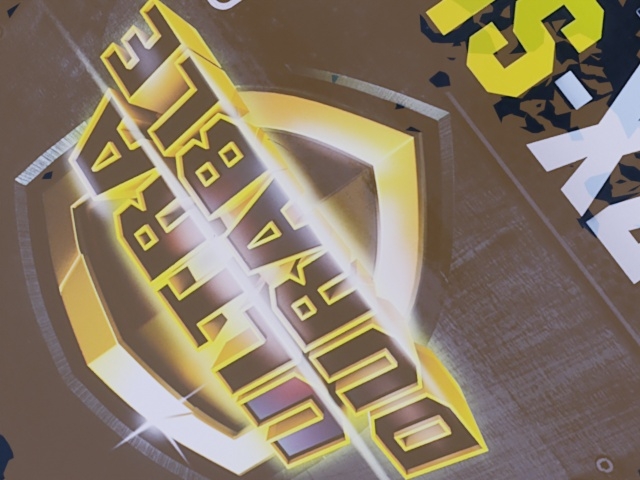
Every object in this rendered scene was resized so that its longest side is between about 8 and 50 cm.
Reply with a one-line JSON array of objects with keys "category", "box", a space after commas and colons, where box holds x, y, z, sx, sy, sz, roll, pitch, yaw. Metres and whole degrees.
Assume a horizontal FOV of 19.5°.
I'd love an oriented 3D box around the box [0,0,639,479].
[{"category": "box", "box": [0.000, 0.000, 0.570, 0.257, 0.079, 0.322, -34, 77, -6]}]
